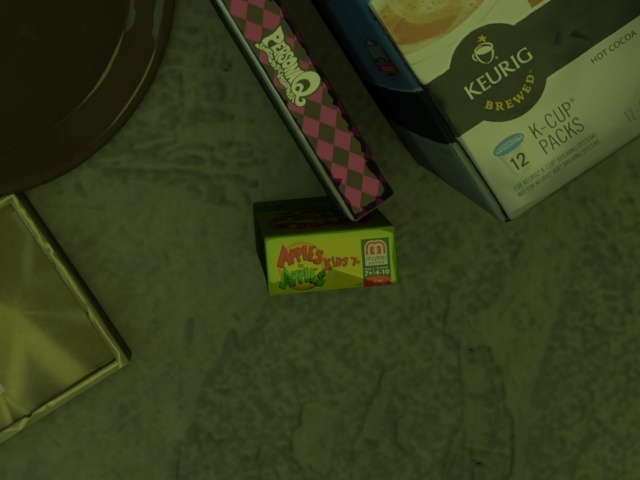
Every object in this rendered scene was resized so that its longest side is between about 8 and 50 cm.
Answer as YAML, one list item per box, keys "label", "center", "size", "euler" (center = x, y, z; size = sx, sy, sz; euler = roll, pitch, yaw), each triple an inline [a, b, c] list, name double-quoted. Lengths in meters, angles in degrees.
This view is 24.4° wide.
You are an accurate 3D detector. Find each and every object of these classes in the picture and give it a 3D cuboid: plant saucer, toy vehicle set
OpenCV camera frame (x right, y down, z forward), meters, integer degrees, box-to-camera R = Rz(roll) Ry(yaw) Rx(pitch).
- label: "plant saucer"
  center: [-0.229, -0.165, 1.069]
  size: [0.278, 0.041, 0.278]
  euler: [-22, 127, -32]
- label: "toy vehicle set"
  center: [-0.307, 0.095, 1.173]
  size: [0.267, 0.035, 0.166]
  euler: [-31, 101, 0]

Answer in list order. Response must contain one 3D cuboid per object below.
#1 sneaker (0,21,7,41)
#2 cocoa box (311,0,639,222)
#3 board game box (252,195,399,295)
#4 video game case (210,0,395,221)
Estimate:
- label: "sneaker"
  center: [-0.399, -0.106, 1.089]
  size: [0.410, 0.158, 0.182]
  euler: [-35, 115, 5]
- label: "cocoa box"
  center: [0.124, -0.185, 1.010]
  size: [0.231, 0.347, 0.228]
  euler: [-34, 100, 1]
- label: "board game box"
  center: [0.000, 0.000, 1.112]
  size: [0.092, 0.181, 0.043]
  euler: [-5, 99, -5]
- label: "video game case"
  center: [-0.032, -0.133, 1.074]
  size: [0.042, 0.210, 0.232]
  euler: [-32, 100, 0]
